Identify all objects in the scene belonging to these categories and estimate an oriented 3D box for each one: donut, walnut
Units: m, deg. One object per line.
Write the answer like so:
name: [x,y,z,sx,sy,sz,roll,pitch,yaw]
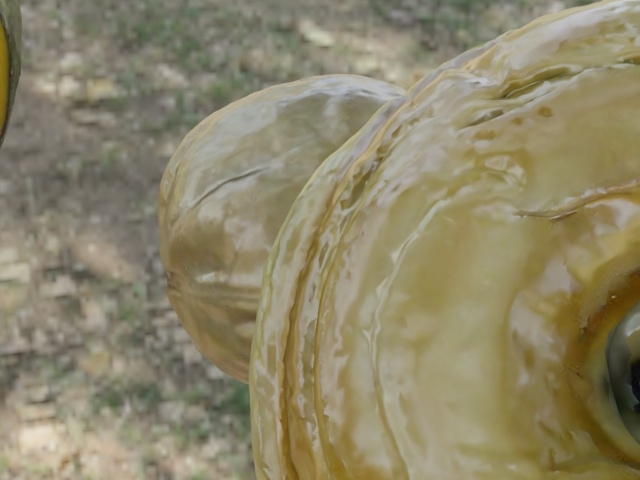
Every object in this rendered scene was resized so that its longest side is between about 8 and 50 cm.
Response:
donut: [0.181,0.074,0.893,0.448,0.198,0.449,-2,76,8]
walnut: [0.000,0.000,2.008,0.381,0.381,0.381,0,38,0]

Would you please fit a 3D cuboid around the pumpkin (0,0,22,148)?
pumpkin: [-0.234,-0.179,1.085,0.169,0.312,0.148,2,34,23]
